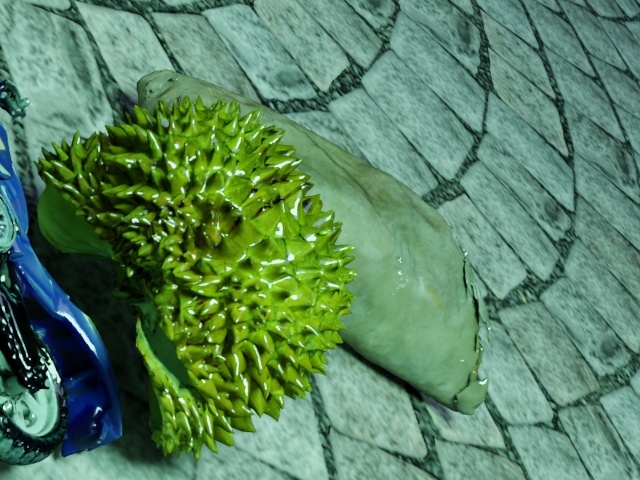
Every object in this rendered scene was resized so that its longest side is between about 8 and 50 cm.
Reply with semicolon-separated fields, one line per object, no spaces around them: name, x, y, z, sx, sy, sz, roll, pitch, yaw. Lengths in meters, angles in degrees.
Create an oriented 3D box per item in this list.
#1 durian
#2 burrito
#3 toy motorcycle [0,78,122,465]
durian;-0.072;0.013;1.148;0.200;0.176;0.237;54;8;-46
burrito;0.002;-0.010;1.415;0.348;0.107;0.175;32;45;-29
toy motorcycle;-0.209;-0.013;1.063;0.315;0.113;0.169;64;21;0
